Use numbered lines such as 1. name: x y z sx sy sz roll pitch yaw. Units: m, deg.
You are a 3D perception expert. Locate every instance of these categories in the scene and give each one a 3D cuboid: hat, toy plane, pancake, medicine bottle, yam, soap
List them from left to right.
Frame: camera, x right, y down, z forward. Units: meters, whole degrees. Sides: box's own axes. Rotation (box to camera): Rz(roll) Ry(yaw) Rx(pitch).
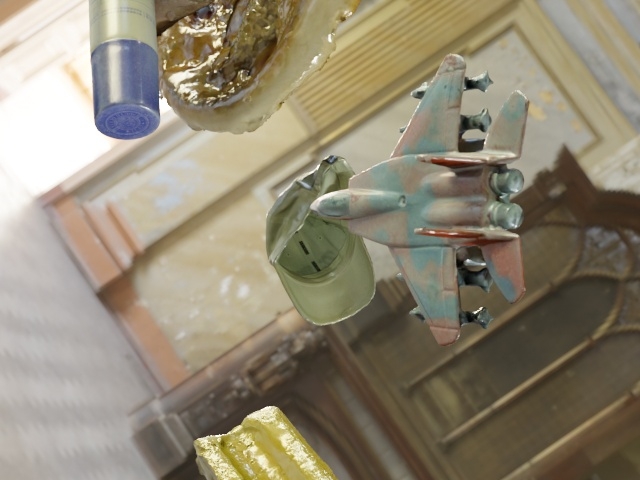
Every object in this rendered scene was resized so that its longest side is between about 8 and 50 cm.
1. medicine bottle: -0.174 -0.199 0.958 0.059 0.059 0.230 58 22 -60
2. yam: -0.161 -0.258 1.114 0.127 0.084 0.084 -15 -67 53
3. pancake: -0.071 -0.273 1.169 0.065 0.356 0.356 22 22 -39
4. hat: 0.003 0.004 1.172 0.166 0.122 0.081 64 -9 -1
5. soap: 0.016 0.291 0.873 0.315 0.091 0.199 37 -31 52
6. toy plane: 0.074 -0.031 0.900 0.326 0.104 0.223 180 -89 -71
